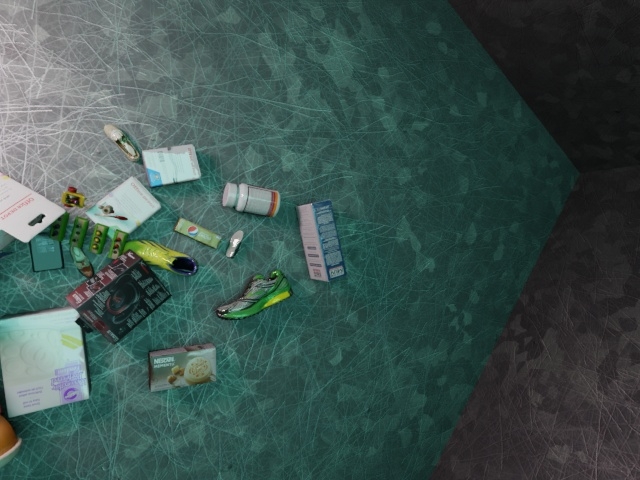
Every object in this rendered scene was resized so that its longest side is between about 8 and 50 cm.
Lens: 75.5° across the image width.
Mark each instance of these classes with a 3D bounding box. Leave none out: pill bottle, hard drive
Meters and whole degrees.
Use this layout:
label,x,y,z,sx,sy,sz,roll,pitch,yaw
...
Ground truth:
label,x,y,z,sx,sy,sz,roll,pitch,yaw
pill bottle,-0.290,-0.173,1.741,0.221,0.121,0.121,9,86,-25
hard drive,-0.970,0.040,1.465,0.094,0.022,0.135,-7,93,-26

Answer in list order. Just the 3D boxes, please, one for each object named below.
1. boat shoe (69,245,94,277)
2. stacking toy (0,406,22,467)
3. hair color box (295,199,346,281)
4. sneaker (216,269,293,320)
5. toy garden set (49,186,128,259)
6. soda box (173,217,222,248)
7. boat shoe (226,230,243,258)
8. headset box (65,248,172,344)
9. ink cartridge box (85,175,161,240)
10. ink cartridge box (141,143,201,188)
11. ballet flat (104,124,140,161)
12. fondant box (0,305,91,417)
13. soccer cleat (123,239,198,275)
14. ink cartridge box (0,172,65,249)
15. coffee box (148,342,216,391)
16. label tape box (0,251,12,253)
label,x,y,z,sx,sy,sz,roll,pitch,yaw
boat shoe,-0.868,0.076,1.504,0.049,0.043,0.137,-27,103,-25
stacking toy,-1.131,0.476,1.228,0.351,0.351,0.479,-10,89,-26
hair color box,0.000,0.000,1.853,0.105,0.174,0.347,-15,97,-27
sneaker,-0.289,0.234,1.754,0.344,0.134,0.146,-25,94,-33
toy garden set,-0.800,-0.055,1.439,0.244,0.049,0.203,20,105,-12
soda box,-0.496,-0.028,1.674,0.181,0.061,0.058,28,79,-24
boat shoe,-0.358,0.019,1.755,0.046,0.038,0.125,15,75,17
headset box,-0.723,0.210,1.478,0.293,0.110,0.218,-45,135,-25
ink cartridge box,-0.729,-0.114,1.543,0.212,0.093,0.154,-44,108,-16
ink cartridge box,-0.584,-0.290,1.619,0.191,0.082,0.139,-15,97,-26
ballet flat,-0.742,-0.372,1.558,0.057,0.052,0.168,-46,108,-18
fondant box,-0.950,0.408,1.437,0.238,0.096,0.330,-7,94,-26
soccer cleat,-0.607,0.064,1.587,0.289,0.121,0.093,21,81,-24
ink cartridge box,-1.034,-0.103,1.297,0.354,0.119,0.207,32,33,-12
coffee box,-0.544,0.496,1.632,0.247,0.098,0.141,-1,90,-26
label tape box,-1.129,0.157,1.267,0.334,0.241,0.105,-28,102,-23
